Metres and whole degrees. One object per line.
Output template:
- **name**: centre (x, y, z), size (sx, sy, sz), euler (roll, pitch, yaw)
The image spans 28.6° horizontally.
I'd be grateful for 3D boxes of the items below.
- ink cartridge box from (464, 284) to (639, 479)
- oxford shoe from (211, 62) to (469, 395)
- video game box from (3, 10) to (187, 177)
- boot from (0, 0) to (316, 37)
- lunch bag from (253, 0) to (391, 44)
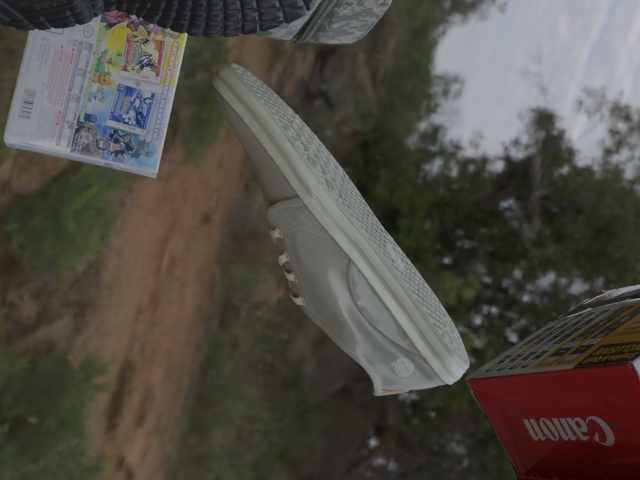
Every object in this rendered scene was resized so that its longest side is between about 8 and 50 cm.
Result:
- **ink cartridge box**: centre (0.282, 0.145, 1.186), size (0.272, 0.130, 0.309), euler (-29, -178, -23)
- **oxford shoe**: centre (0.000, 0.000, 1.434), size (0.130, 0.449, 0.169), euler (-33, -172, 15)
- **video game box**: centre (-0.268, -0.195, 1.525), size (0.048, 0.187, 0.205), euler (124, -22, -80)
- **boot**: centre (-0.167, -0.323, 1.235), size (0.118, 0.338, 0.223), euler (95, -1, -60)
- **lunch bag**: centre (-0.048, -0.436, 1.790), size (0.212, 0.256, 0.305), euler (145, -57, -70)
